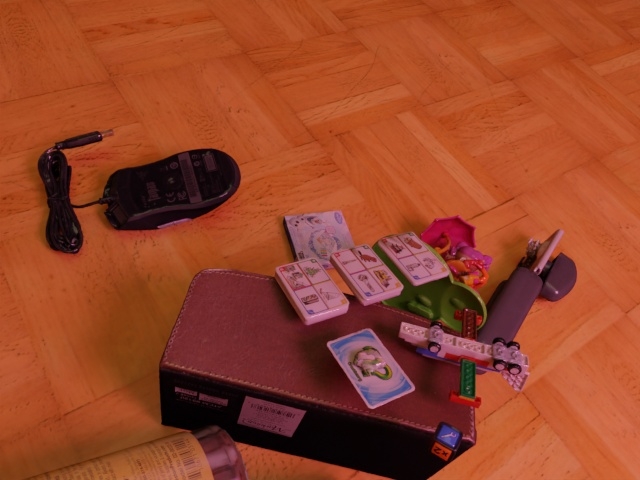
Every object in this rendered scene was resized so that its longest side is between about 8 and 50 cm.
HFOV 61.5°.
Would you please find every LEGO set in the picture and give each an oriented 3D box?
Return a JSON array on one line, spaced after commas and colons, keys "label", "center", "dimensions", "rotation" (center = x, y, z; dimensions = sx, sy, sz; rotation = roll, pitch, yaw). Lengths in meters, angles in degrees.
[{"label": "LEGO set", "center": [0.085, 0.098, 0.533], "dimensions": [0.182, 0.060, 0.244], "rotation": [-15, 45, -26]}]

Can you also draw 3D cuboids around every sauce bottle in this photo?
[{"label": "sauce bottle", "center": [-0.231, 0.247, 0.438], "dimensions": [0.344, 0.111, 0.111], "rotation": [-4, 55, -34]}]

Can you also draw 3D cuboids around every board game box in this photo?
[{"label": "board game box", "center": [0.000, 0.000, 0.775], "dimensions": [0.090, 0.020, 0.090], "rotation": [-7, 56, -19]}]

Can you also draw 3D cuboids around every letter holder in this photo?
[{"label": "letter holder", "center": [0.001, 0.116, 0.610], "dimensions": [0.302, 0.152, 0.214], "rotation": [15, 50, -3]}]

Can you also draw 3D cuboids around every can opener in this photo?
[{"label": "can opener", "center": [0.289, 0.082, 0.756], "dimensions": [0.093, 0.074, 0.280], "rotation": [40, 55, 14]}]

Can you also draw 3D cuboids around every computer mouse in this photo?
[{"label": "computer mouse", "center": [-0.252, -0.085, 0.751], "dimensions": [0.262, 0.060, 0.184], "rotation": [-21, 66, -14]}]

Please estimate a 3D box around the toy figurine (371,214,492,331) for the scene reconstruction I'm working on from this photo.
[{"label": "toy figurine", "center": [0.178, 0.029, 0.738], "dimensions": [0.173, 0.130, 0.159], "rotation": [28, 41, 28]}]
